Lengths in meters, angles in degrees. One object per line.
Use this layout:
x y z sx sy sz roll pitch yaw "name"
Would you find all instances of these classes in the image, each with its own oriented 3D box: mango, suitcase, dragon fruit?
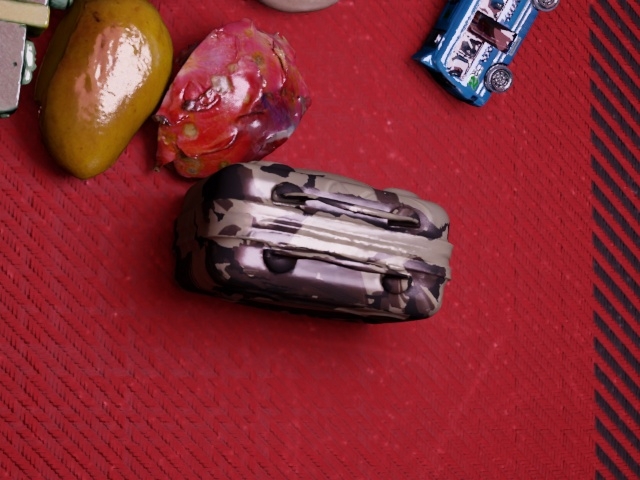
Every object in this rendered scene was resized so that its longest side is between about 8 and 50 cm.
-0.296 -0.213 1.665 0.167 0.130 0.262 27 81 -15 "mango"
0.000 0.000 1.635 0.351 0.339 0.194 10 81 -18 "suitcase"
-0.117 -0.196 1.693 0.126 0.161 0.274 31 67 32 "dragon fruit"

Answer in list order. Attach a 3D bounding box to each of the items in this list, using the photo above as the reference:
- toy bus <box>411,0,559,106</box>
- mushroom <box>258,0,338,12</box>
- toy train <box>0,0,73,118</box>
0.250 -0.331 1.851 0.134 0.113 0.246 28 96 -16 "toy bus"
-0.020 -0.424 1.760 0.206 0.209 0.206 -6 99 -44 "mushroom"
-0.519 -0.299 1.582 0.397 0.160 0.253 7 88 -18 "toy train"
